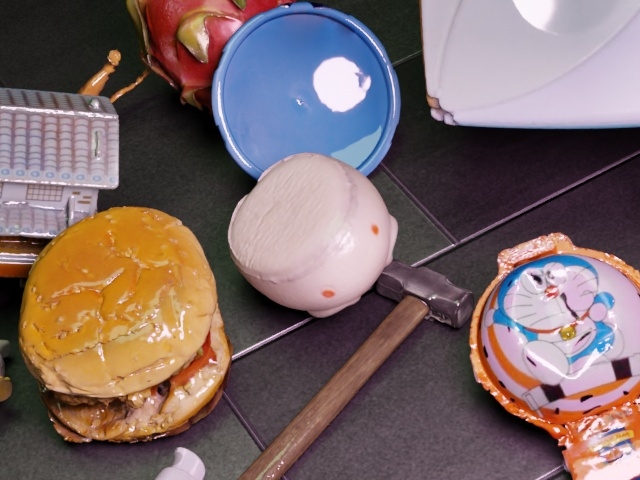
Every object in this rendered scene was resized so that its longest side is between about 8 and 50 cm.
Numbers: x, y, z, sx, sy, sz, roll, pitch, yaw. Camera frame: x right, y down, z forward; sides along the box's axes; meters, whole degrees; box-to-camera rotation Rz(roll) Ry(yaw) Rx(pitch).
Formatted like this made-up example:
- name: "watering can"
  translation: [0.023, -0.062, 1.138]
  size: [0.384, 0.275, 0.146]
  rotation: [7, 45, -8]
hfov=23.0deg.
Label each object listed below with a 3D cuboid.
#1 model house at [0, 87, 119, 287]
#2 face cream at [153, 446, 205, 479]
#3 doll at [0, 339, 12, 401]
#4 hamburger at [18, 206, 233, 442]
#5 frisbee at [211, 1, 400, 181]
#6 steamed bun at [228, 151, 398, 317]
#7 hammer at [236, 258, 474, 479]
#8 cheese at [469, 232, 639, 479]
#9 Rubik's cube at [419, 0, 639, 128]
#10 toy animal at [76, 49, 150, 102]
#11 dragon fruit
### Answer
- name: "model house"
  translation: [-0.363, -0.071, 1.835]
  size: [0.224, 0.215, 0.198]
  rotation: [4, 40, -16]
- name: "face cream"
  translation: [-0.178, 0.311, 1.537]
  size: [0.101, 0.101, 0.251]
  rotation: [12, 49, 21]
- name: "doll"
  translation: [-0.419, 0.125, 1.780]
  size: [0.129, 0.081, 0.207]
  rotation: [-16, 39, -34]
- name: "hamburger"
  translation: [-0.216, 0.093, 1.717]
  size: [0.244, 0.163, 0.244]
  rotation: [-4, 46, 4]
- name: "frisbee"
  translation: [-0.019, -0.173, 1.944]
  size: [0.242, 0.242, 0.045]
  rotation: [-25, 4, -14]
- name: "steamed bun"
  translation: [0.000, 0.000, 1.780]
  size: [0.177, 0.131, 0.228]
  rotation: [-52, 32, -5]
- name: "hammer"
  translation: [0.020, 0.158, 1.699]
  size: [0.111, 0.043, 0.365]
  rotation: [26, 56, 30]
- name: "cheese"
  translation: [0.273, 0.139, 1.613]
  size: [0.217, 0.129, 0.329]
  rotation: [-17, 63, 0]
- name: "Rubik's cube"
  translation: [0.311, -0.324, 1.840]
  size: [0.352, 0.347, 0.352]
  rotation: [1, 15, 14]
- name: "toy animal"
  translation: [-0.317, -0.160, 2.051]
  size: [0.255, 0.114, 0.116]
  rotation: [-29, 5, -24]
- name: "dragon fruit"
  translation: [-0.121, -0.261, 2.029]
  size: [0.224, 0.224, 0.227]
  rotation: [-24, 56, -14]
